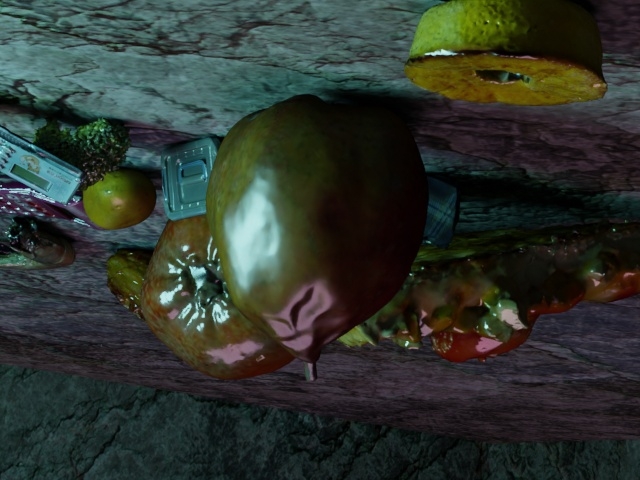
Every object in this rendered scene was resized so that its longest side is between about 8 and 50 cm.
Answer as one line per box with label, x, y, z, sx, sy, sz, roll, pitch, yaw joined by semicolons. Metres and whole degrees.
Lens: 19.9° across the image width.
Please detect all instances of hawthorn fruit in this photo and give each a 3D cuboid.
hawthorn fruit;0.000;0.000;1.608;0.208;0.248;0.208;2;174;0
hawthorn fruit;-0.079;0.045;2.027;0.210;0.210;0.262;1;-175;17

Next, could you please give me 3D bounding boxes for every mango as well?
mango;-0.213;-0.046;1.931;0.080;0.060;0.114;2;165;-3

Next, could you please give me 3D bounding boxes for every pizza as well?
pizza;0.209;0.053;1.920;0.406;0.130;0.440;-9;-176;10

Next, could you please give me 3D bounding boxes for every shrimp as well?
shrimp;-0.395;0.005;2.303;0.152;0.046;0.219;1;169;4

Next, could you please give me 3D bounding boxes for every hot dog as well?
hot dog;-0.171;0.066;2.388;0.227;0.099;0.160;9;167;-9

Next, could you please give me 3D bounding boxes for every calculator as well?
calculator;-0.302;-0.088;1.699;0.172;0.018;0.057;29;141;-12
calculator;-0.327;-0.048;2.048;0.190;0.034;0.126;8;170;14

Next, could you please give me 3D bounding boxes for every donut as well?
donut;0.138;-0.139;1.337;0.152;0.058;0.152;5;169;1

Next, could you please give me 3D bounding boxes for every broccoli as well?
broccoli;-0.236;-0.088;1.754;0.095;0.097;0.092;28;-151;-6

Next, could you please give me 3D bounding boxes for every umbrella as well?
umbrella;0.029;-0.044;1.846;0.224;0.080;0.071;10;-157;-7

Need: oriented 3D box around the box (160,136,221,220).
box;-0.109;-0.061;1.806;0.054;0.074;0.099;-4;177;-40
